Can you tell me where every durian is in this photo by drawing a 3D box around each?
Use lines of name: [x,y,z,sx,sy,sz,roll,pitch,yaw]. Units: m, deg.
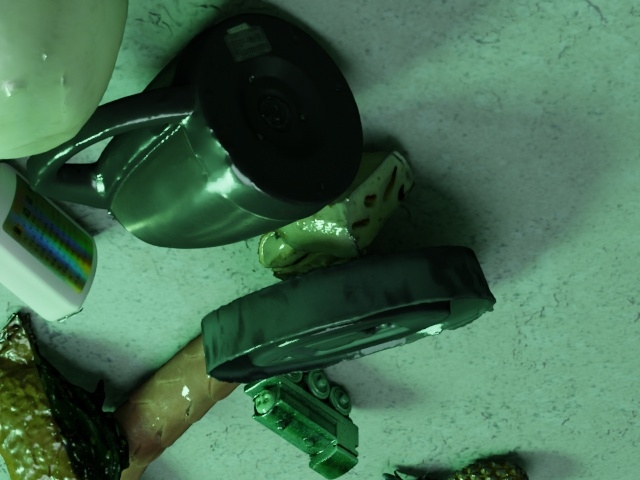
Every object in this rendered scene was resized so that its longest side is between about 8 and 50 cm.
durian: [-0.002,-0.002,1.900,0.110,0.071,0.140,30,146,-22]

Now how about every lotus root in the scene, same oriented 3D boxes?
lotus root: [0.007,-0.047,1.811,0.144,0.143,0.070,-1,127,26]

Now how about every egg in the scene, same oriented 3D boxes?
egg: [-0.331,-0.231,1.518,0.345,0.283,0.283,27,134,-16]

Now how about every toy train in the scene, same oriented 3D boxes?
toy train: [-0.022,0.210,2.114,0.071,0.111,0.170,-33,127,29]

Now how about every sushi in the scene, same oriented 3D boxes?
sushi: [-0.327,0.229,2.129,0.140,0.287,0.149,-23,176,7]

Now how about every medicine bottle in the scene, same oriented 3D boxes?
medicine bottle: [-0.340,-0.015,1.883,0.078,0.115,0.219,-22,131,29]

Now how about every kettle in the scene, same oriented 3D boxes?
kettle: [-0.129,-0.073,1.724,0.271,0.251,0.207,-29,97,46]

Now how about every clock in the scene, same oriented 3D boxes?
clock: [0.028,0.082,1.874,0.325,0.067,0.325,-14,169,-3]

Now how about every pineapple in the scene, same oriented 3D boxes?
pineapple: [0.181,0.336,2.250,0.221,0.103,0.083,-9,103,16]

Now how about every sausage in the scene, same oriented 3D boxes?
sausage: [-0.189,0.206,2.147,0.088,0.088,0.433,26,134,-22]
